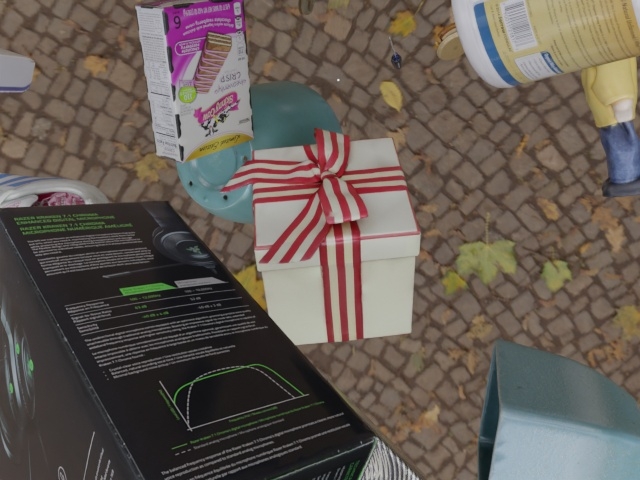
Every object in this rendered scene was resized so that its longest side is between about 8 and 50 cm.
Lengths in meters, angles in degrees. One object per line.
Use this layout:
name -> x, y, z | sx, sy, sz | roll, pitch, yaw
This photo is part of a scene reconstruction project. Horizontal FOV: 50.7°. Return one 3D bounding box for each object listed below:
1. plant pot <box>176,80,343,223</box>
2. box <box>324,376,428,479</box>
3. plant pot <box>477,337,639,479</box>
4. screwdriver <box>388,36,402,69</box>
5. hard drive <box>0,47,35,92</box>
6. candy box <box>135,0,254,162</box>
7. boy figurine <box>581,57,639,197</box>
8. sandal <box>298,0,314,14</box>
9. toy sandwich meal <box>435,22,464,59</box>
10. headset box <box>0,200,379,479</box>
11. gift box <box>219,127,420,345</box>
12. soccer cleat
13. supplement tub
plant pot -> -0.134, -0.162, 1.308 | 0.293, 0.235, 0.292 | 7, 104, 30
box -> 0.071, 0.393, 1.255 | 0.275, 0.094, 0.113 | 44, 90, -4
plant pot -> 0.415, 0.348, 1.167 | 0.253, 0.247, 0.247 | 7, 111, 9
screwdriver -> 0.156, -0.389, 1.397 | 0.025, 0.170, 0.024 | 5, 86, 8
hard drive -> -0.481, -0.212, 0.655 | 0.319, 0.210, 0.040 | 18, 103, 0
candy box -> -0.190, -0.256, 1.058 | 0.071, 0.159, 0.233 | 20, 124, 36
boy figurine -> 0.405, -0.205, 0.916 | 0.092, 0.177, 0.285 | -6, 97, 23
sandal -> -0.017, -0.478, 1.258 | 0.049, 0.180, 0.072 | 15, 81, 6
toy sandwich meal -> 0.271, -0.407, 1.388 | 0.086, 0.085, 0.029 | -27, 64, 7
headset box -> -0.131, 0.137, 0.455 | 0.131, 0.283, 0.246 | -6, 125, -40
gift box -> 0.000, 0.000, 1.017 | 0.277, 0.255, 0.258 | -8, 133, -6
soccer cleat -> -0.484, -0.050, 0.996 | 0.332, 0.143, 0.115 | -2, 98, -13
supplement tub -> 0.231, -0.223, 0.586 | 0.200, 0.144, 0.144 | -6, 106, 36
